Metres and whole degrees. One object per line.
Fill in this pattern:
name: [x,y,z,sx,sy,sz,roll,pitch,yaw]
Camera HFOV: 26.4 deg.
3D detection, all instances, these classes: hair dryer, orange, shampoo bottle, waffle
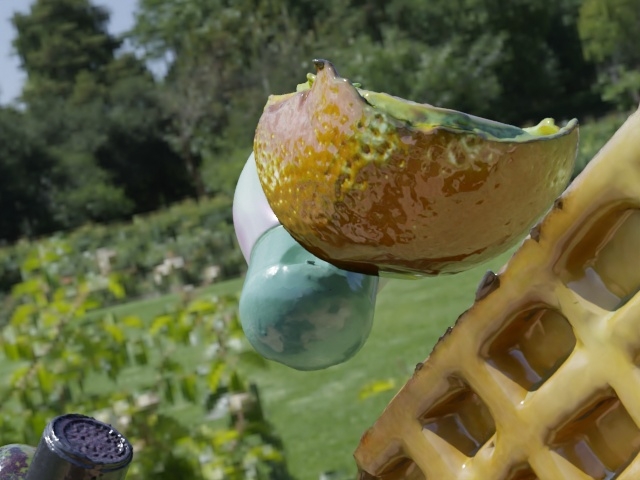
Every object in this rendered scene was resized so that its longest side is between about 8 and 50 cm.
hair dryer: [-0.203,0.298,1.194,0.089,0.197,0.251,9,24,-37]
orange: [0.086,-0.061,1.281,0.263,0.196,0.335,-4,-4,-32]
shampoo bottle: [0.000,0.000,1.537,0.222,0.151,0.349,4,41,7]
waffle: [0.146,0.085,0.508,0.098,0.224,0.327,-19,-26,-36]

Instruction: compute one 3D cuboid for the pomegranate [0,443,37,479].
pomegranate: [-0.295,0.271,1.448,0.163,0.125,0.138,-16,-9,-10]
